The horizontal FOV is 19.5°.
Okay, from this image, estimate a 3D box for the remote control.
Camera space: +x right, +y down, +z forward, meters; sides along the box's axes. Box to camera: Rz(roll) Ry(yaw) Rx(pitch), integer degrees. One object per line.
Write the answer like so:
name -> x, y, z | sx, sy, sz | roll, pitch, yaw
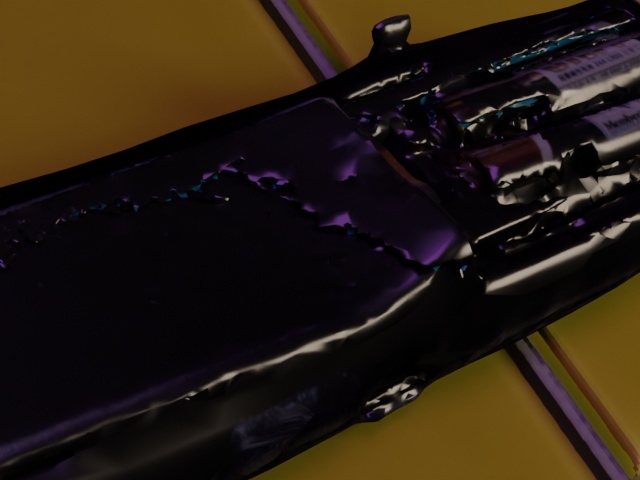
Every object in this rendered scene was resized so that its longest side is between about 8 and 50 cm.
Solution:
remote control -> 0.000, 0.000, 0.623 | 0.398, 0.062, 0.144 | -24, 55, -35
